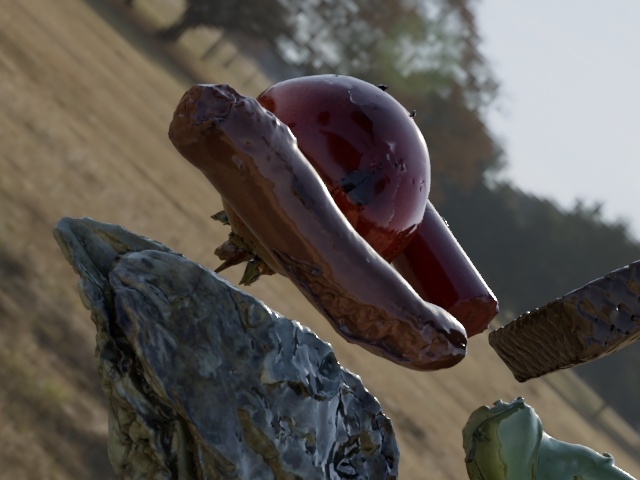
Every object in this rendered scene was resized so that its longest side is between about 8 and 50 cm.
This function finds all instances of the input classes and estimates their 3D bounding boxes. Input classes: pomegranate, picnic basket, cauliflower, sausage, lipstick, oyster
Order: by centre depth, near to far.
[{"bbox_3d":[-0.056,0.122,1.075,0.351,0.158,0.162,59,30,-28],"label":"oyster"},{"bbox_3d":[0.000,0.000,1.257,0.304,0.078,0.078,48,1,-26],"label":"sausage"},{"bbox_3d":[0.197,0.061,1.295,0.055,0.110,0.193,65,-13,4],"label":"picnic basket"},{"bbox_3d":[0.210,0.283,1.524,0.260,0.327,0.281,95,-20,-75],"label":"cauliflower"},{"bbox_3d":[-0.006,-0.051,1.688,0.210,0.235,0.210,46,22,-24],"label":"pomegranate"},{"bbox_3d":[0.094,-0.009,1.805,0.073,0.073,0.280,40,15,-46],"label":"lipstick"}]
